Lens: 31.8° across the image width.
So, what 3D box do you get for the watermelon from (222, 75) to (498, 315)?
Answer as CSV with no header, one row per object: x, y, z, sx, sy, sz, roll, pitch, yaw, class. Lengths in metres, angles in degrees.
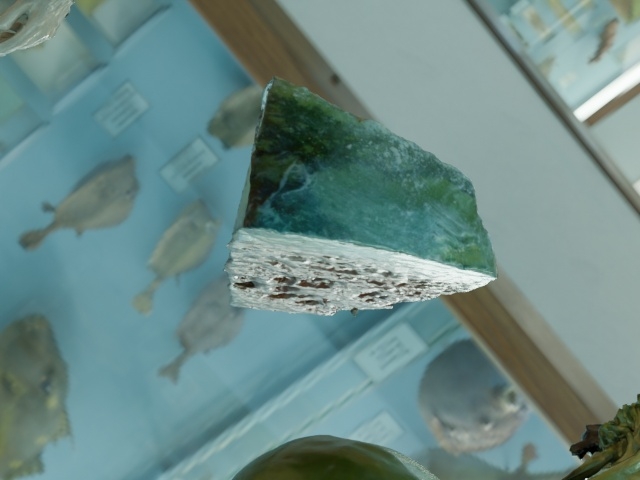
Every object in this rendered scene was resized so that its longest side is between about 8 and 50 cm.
0.000,0.000,0.692,0.241,0.154,0.094,143,-39,-65,watermelon

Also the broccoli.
0.306,0.287,1.159,0.243,0.263,0.247,-6,-154,-17,broccoli

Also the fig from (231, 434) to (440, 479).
0.019,0.195,0.683,0.233,0.167,0.167,-27,-165,48,fig

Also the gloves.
-0.208,-0.164,0.818,0.081,0.037,0.044,-39,150,4,gloves
